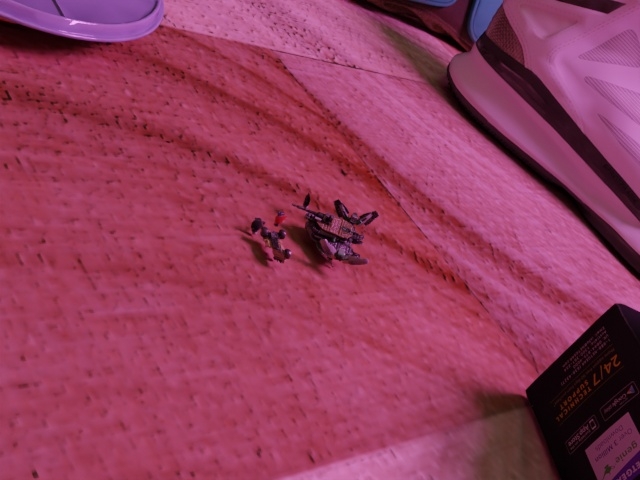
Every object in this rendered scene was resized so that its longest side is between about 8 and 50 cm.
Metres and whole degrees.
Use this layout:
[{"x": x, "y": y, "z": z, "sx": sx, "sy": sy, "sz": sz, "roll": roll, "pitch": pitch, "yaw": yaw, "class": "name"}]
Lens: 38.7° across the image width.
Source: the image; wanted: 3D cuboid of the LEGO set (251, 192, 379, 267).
[{"x": -0.002, "y": -0.001, "z": 0.499, "sx": 0.083, "sy": 0.023, "sz": 0.054, "roll": 2, "pitch": 40, "yaw": -29, "class": "LEGO set"}]

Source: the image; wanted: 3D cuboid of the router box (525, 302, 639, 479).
[{"x": 0.275, "y": 0.185, "z": 0.466, "sx": 0.308, "sy": 0.081, "sz": 0.243, "roll": 23, "pitch": 32, "yaw": -25, "class": "router box"}]

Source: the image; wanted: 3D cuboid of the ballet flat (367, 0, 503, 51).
[{"x": 0.135, "y": -0.275, "z": 0.994, "sx": 0.342, "sy": 0.116, "sz": 0.124, "roll": 9, "pitch": 20, "yaw": -36, "class": "ballet flat"}]

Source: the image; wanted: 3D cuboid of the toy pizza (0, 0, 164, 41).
[{"x": -0.186, "y": -0.174, "z": 0.530, "sx": 0.201, "sy": 0.032, "sz": 0.201, "roll": 28, "pitch": 30, "yaw": -18, "class": "toy pizza"}]

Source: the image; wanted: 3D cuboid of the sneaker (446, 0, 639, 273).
[{"x": 0.348, "y": -0.103, "z": 0.792, "sx": 0.447, "sy": 0.257, "sz": 0.169, "roll": 42, "pitch": 28, "yaw": 8, "class": "sneaker"}]
